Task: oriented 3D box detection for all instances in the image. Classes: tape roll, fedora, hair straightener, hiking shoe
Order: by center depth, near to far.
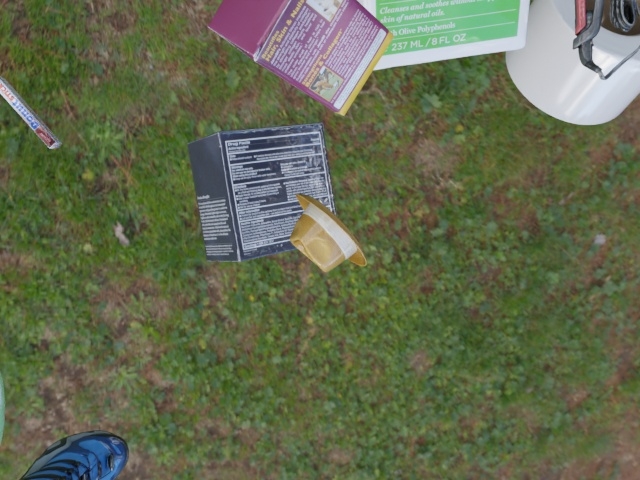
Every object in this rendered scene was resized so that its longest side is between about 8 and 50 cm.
[{"bbox_3d":[0.315,-0.289,0.756,0.089,0.047,0.230,0,94,20],"label":"hair straightener"},{"bbox_3d":[-0.369,0.362,0.983,0.304,0.132,0.113,-21,108,-56],"label":"hiking shoe"},{"bbox_3d":[0.467,-0.345,1.214,0.246,0.246,0.169,-6,154,-15],"label":"tape roll"},{"bbox_3d":[0.000,0.000,1.293,0.079,0.194,0.194,-45,124,-9],"label":"fedora"}]

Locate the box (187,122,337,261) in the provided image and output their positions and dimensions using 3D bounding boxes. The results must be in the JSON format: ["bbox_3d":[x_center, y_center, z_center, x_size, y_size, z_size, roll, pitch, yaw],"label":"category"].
[{"bbox_3d":[-0.133,-0.118,1.700,0.296,0.183,0.293,-11,96,-35],"label":"box"}]

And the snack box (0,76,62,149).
[{"bbox_3d":[-0.611,-0.266,1.467,0.022,0.064,0.178,-40,100,-4],"label":"snack box"}]

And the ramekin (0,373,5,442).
[{"bbox_3d":[-0.446,0.159,0.643,0.303,0.148,0.303,-1,91,-38],"label":"ramekin"}]

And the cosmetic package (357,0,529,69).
[{"bbox_3d":[0.111,-0.387,0.731,0.197,0.155,0.365,-11,126,-7],"label":"cosmetic package"}]

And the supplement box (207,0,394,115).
[{"bbox_3d":[-0.008,-0.109,0.370,0.055,0.043,0.083,-56,146,9],"label":"supplement box"}]
